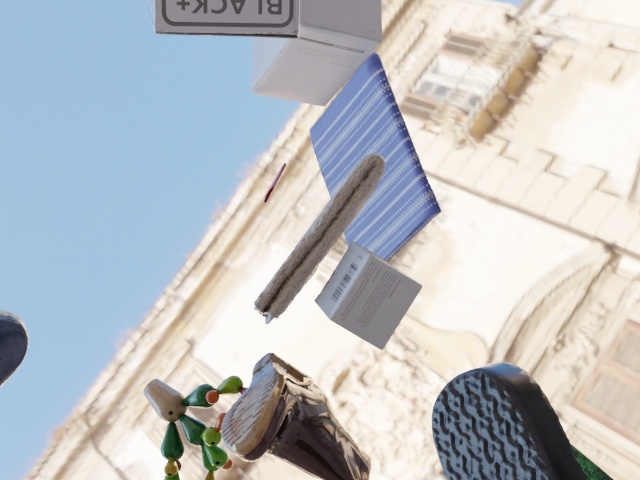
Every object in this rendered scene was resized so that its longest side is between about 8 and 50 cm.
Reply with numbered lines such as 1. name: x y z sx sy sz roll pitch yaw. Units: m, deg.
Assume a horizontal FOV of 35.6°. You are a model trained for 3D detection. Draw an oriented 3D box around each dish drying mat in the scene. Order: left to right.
1. dish drying mat: -0.068 -0.087 1.494 0.008 0.083 0.032 30 -58 -4

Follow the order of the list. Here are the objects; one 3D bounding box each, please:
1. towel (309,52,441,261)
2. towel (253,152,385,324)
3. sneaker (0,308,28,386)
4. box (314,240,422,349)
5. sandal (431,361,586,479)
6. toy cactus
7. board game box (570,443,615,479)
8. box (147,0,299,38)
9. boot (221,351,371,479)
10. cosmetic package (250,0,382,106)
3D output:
1. towel: 0.089 -0.127 1.725 0.040 0.336 0.243 0 -31 -33
2. towel: 0.000 0.000 1.429 0.049 0.187 0.282 37 -93 -1
3. sneaker: -0.398 0.195 0.987 0.350 0.148 0.131 -42 -40 -44
4. box: 0.061 0.070 1.299 0.087 0.102 0.101 31 -87 -16
5. sandal: 0.242 0.314 0.878 0.107 0.167 0.445 -5 -112 -39
6. toy cactus: -0.195 0.276 1.533 0.112 0.180 0.219 -6 -51 -56
7. board game box: 0.310 0.337 1.146 0.260 0.030 0.136 40 -108 -3
8. box: -0.064 -0.277 0.611 0.087 0.169 0.289 -2 -71 -11
9. boot: -0.013 0.249 1.209 0.090 0.248 0.207 -40 -83 14
10. cosmetic package: -0.010 -0.362 1.538 0.138 0.225 0.224 8 -111 -22
